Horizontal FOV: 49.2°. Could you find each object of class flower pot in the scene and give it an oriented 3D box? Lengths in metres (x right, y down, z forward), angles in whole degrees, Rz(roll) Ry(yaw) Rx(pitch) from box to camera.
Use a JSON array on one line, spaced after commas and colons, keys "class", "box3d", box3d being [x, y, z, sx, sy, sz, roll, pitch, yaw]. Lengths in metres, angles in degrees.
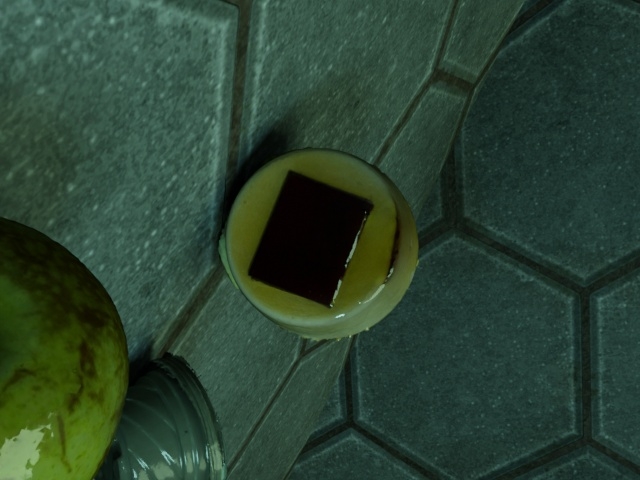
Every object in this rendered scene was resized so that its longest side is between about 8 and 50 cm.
[{"class": "flower pot", "box3d": [-0.244, 0.288, 0.994, 0.140, 0.235, 0.235, -11, 132, -39]}]

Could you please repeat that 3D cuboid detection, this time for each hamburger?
[{"class": "hamburger", "box3d": [0.000, 0.000, 1.035, 0.302, 0.302, 0.170, -59, 169, -2]}]

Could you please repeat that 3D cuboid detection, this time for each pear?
[{"class": "pear", "box3d": [-0.282, 0.114, 0.508, 0.283, 0.283, 0.283, -51, 160, -26]}]
